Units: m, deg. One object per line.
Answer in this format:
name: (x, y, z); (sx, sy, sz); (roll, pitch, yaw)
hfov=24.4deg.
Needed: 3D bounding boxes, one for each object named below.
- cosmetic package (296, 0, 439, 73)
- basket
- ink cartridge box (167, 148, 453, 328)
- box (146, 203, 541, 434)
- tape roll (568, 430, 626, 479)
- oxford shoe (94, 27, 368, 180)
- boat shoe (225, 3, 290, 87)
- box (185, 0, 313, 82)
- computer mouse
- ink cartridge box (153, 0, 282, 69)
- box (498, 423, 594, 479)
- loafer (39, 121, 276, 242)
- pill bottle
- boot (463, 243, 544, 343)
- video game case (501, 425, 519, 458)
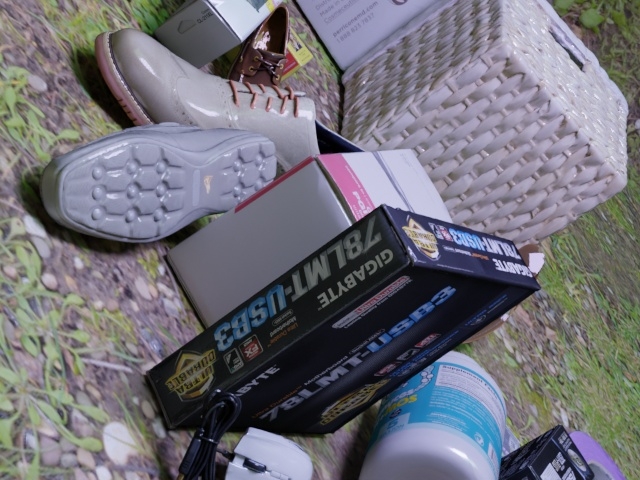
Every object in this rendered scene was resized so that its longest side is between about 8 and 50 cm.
cosmetic package: (0.140, -0.501, 2.421); (0.327, 0.329, 0.393); (56, 23, 4)
basket: (0.245, -0.167, 2.176); (0.328, 0.331, 0.266); (45, 26, -23)
ink cartridge box: (0.000, 0.000, 1.604); (0.117, 0.207, 0.283); (60, 23, 9)
box: (0.030, 0.087, 1.432); (0.293, 0.295, 0.073); (13, 45, -60)
tape roll: (0.350, 0.388, 1.904); (0.275, 0.090, 0.275); (48, 25, -31)
oxford shoe: (-0.090, -0.148, 1.706); (0.397, 0.146, 0.140); (32, 34, -43)
boat shoe: (-0.077, -0.222, 1.869); (0.064, 0.060, 0.178); (20, 68, -19)
box: (-0.115, -0.308, 1.963); (0.232, 0.087, 0.058); (54, 24, -7)
computer mouse: (-0.056, 0.208, 1.366); (0.042, 0.106, 0.193); (16, -8, 37)
ink cartridge box: (-0.106, -0.297, 1.822); (0.072, 0.127, 0.175); (50, 54, -15)
box: (0.225, 0.302, 1.721); (0.077, 0.147, 0.180); (57, 21, 4)
loafer: (-0.173, -0.063, 1.501); (0.319, 0.111, 0.112); (-8, 106, -55)
pill bottle: (0.130, 0.222, 1.642); (0.146, 0.146, 0.264); (51, 22, -11)
boot: (0.240, 0.097, 2.113); (0.073, 0.197, 0.152); (48, -18, 11)
video game case: (0.189, 0.237, 1.905); (0.190, 0.022, 0.173); (52, 23, -10)
